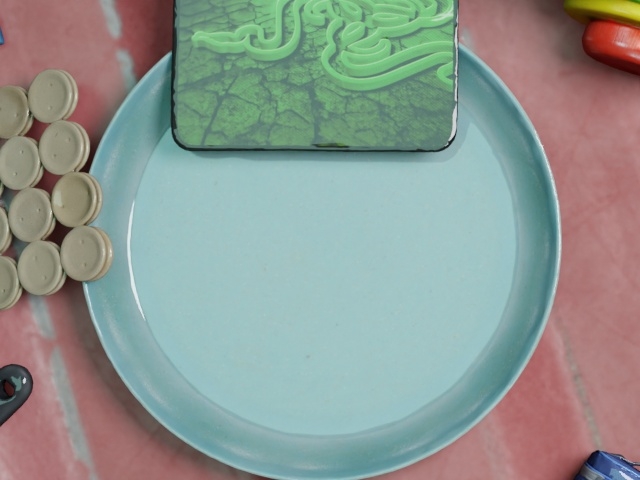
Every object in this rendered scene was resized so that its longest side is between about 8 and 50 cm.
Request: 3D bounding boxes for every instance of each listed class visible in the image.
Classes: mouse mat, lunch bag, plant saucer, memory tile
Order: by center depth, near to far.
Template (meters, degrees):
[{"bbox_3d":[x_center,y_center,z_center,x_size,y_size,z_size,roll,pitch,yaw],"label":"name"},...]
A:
[{"bbox_3d":[0.206,0.176,1.267,0.098,0.067,0.065,29,91,6],"label":"lunch bag"},{"bbox_3d":[-0.004,-0.133,1.296,0.190,0.007,0.152,0,87,6],"label":"mouse mat"},{"bbox_3d":[0.000,0.000,1.313,0.318,0.044,0.317,0,88,7],"label":"plant saucer"},{"bbox_3d":[-0.195,-0.034,1.326,0.113,0.012,0.148,-19,77,28],"label":"memory tile"}]

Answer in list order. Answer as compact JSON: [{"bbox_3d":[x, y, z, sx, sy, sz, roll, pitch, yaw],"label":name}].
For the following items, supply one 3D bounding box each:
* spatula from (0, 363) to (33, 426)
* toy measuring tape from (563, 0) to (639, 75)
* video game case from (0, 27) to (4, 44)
[{"bbox_3d":[-0.306,0.185,1.344,0.296,0.030,0.084,-42,81,3],"label":"spatula"},{"bbox_3d":[0.270,-0.143,1.278,0.330,0.121,0.121,18,89,-15],"label":"toy measuring tape"},{"bbox_3d":[-0.313,-0.167,1.370,0.166,0.015,0.119,-18,86,6],"label":"video game case"}]
